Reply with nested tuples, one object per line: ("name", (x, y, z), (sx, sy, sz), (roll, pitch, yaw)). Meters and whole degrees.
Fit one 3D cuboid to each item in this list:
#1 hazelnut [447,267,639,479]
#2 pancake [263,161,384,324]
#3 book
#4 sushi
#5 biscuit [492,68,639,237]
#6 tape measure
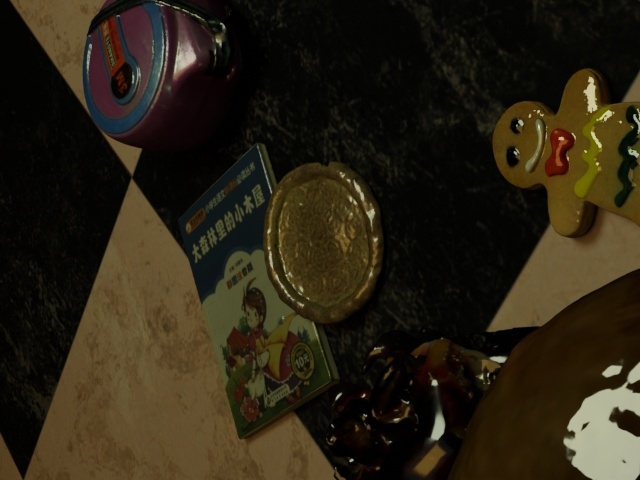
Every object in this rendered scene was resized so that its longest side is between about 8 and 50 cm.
("hazelnut", (0.278, 0.228, 0.846), (0.421, 0.353, 0.421), (2, 95, 25))
("pancake", (0.001, 0.000, 1.407), (0.199, 0.021, 0.199), (0, 90, 43))
("book", (-0.089, 0.069, 1.542), (0.228, 0.018, 0.322), (-39, 63, 45))
("sushi", (0.112, 0.195, 1.145), (0.227, 0.212, 0.215), (-2, 91, 50))
("biscuit", (0.245, -0.078, 1.101), (0.240, 0.035, 0.158), (14, 101, 50))
("tape measure", (-0.197, -0.238, 1.562), (0.245, 0.149, 0.231), (-40, 59, 37))
